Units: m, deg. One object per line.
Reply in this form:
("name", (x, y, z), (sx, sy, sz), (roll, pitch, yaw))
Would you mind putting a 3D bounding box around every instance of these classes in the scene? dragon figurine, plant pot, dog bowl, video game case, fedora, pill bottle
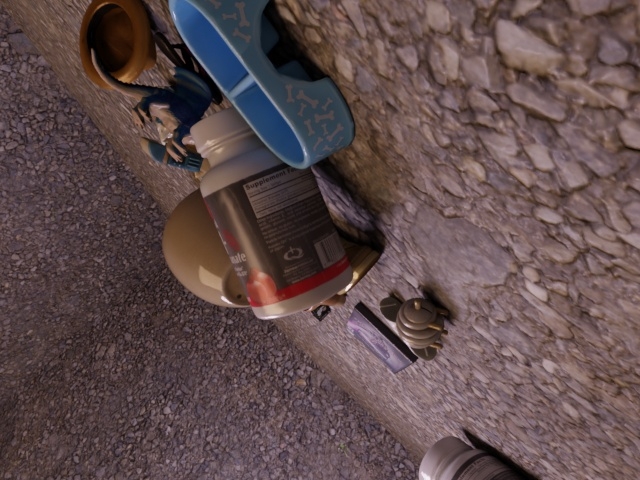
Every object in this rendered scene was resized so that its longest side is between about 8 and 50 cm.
("dragon figurine", (-0.244, -0.239, 0.918), (0.289, 0.144, 0.085), (42, 158, -14))
("plant pot", (-0.179, 0.037, 1.152), (0.191, 0.284, 0.284), (48, 171, 48))
("dog bowl", (-0.079, -0.217, 0.683), (0.297, 0.074, 0.166), (51, 165, -17))
("video game case", (0.154, 0.267, 1.408), (0.196, 0.026, 0.274), (43, 166, 12))
("fedora", (-0.368, -0.372, 0.996), (0.194, 0.194, 0.079), (41, -160, 21))
("pill bottle", (0.432, 0.664, 1.333), (0.361, 0.204, 0.204), (23, 153, 57))
("pill bottle", (-0.083, -0.051, 0.844), (0.318, 0.176, 0.176), (68, 162, -6))

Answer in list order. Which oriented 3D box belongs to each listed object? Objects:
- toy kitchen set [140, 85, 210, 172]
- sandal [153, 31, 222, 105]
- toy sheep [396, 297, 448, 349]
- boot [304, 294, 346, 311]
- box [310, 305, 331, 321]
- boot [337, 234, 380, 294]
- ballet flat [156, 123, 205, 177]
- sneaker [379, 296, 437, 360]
("toy kitchen set", (-0.282, -0.241, 1.215), (0.207, 0.166, 0.122), (11, -167, -41))
("sandal", (-0.228, -0.310, 0.938), (0.067, 0.040, 0.179), (43, 180, 35))
("toy sheep", (0.174, 0.142, 0.916), (0.091, 0.091, 0.132), (35, 147, 38))
("boot", (-0.072, 0.117, 1.404), (0.207, 0.090, 0.248), (28, 161, -30))
("box", (-0.014, 0.200, 1.645), (0.062, 0.052, 0.083), (34, 160, 41))
("boot", (0.000, 0.000, 1.010), (0.203, 0.095, 0.262), (49, 168, -2))
("ballet flat", (-0.377, -0.260, 1.396), (0.232, 0.073, 0.080), (46, 165, 3))
("sneaker", (0.178, 0.176, 1.068), (0.152, 0.054, 0.061), (50, 175, 11))
